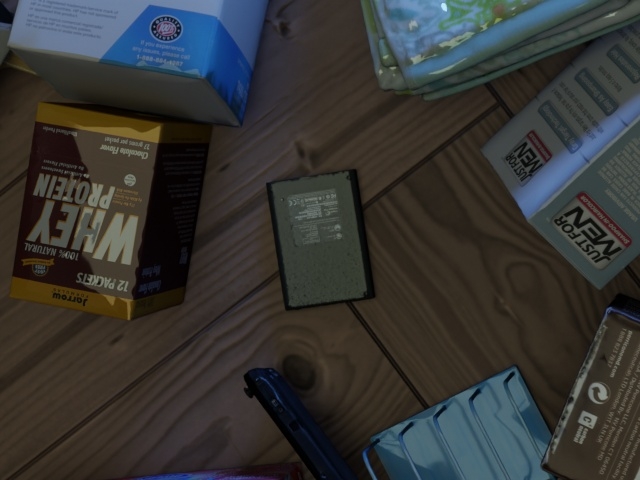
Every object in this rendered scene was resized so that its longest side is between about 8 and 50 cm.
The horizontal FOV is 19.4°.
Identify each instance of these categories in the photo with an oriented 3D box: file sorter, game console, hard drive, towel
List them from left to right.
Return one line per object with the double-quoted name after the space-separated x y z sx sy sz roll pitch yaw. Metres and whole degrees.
0.000 0.000 1.926 0.094 0.022 0.135 -8 91 11 "hard drive"
0.039 0.277 1.857 0.044 0.213 0.361 -35 67 -7 "game console"
0.144 0.219 1.867 0.170 0.104 0.118 -28 88 11 "file sorter"
0.194 -0.332 1.773 0.374 0.090 0.320 -21 68 18 "towel"

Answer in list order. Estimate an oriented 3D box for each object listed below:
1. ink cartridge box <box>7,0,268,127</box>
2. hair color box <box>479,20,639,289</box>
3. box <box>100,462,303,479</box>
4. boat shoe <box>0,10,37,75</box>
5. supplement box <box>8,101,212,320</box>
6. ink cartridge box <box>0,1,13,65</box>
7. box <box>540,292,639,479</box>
-0.158 -0.276 1.829 0.198 0.197 0.270 11 81 10 "ink cartridge box"
0.339 -0.147 1.758 0.374 0.185 0.113 -43 113 10 "hair color box"
-0.168 0.318 1.909 0.300 0.154 0.142 -7 91 13 "box"
-0.344 -0.205 1.969 0.190 0.068 0.072 29 110 18 "boat shoe"
-0.208 -0.033 1.879 0.129 0.191 0.194 10 95 11 "supplement box"
-0.469 -0.099 1.910 0.069 0.176 0.371 50 118 34 "ink cartridge box"
0.322 0.162 1.778 0.167 0.203 0.168 23 96 9 "box"
